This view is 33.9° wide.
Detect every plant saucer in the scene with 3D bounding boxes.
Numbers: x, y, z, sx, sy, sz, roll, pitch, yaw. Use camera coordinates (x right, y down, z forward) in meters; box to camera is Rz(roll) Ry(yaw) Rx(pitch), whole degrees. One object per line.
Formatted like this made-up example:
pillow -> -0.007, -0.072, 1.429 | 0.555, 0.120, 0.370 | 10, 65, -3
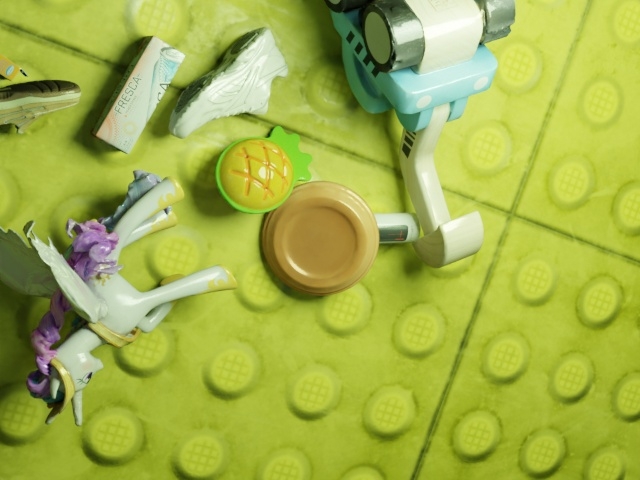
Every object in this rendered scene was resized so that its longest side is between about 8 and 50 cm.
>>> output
plant saucer -> 0.000, 0.000, 1.775 | 0.200, 0.037, 0.199 | 0, 103, 2

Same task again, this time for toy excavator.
toy excavator -> 0.164, -0.231, 1.732 | 0.222, 0.433, 0.445 | -21, 150, -20

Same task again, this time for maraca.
maraca -> -0.092, -0.116, 1.725 | 0.186, 0.099, 0.127 | -33, 95, -33

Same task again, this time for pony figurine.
pony figurine -> -0.345, 0.059, 1.593 | 0.363, 0.303, 0.351 | -42, 121, -25

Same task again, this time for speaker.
speaker -> 0.105, -0.021, 1.839 | 0.136, 0.055, 0.055 | -1, 101, -21

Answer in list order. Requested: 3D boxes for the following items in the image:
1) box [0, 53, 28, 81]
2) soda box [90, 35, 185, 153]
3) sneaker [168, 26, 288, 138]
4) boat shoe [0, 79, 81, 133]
box -> -0.495, -0.275, 1.546 | 0.136, 0.081, 0.028 | 37, 86, -22
soda box -> -0.287, -0.228, 1.648 | 0.063, 0.058, 0.183 | 30, 89, -23
sneaker -> -0.139, -0.231, 1.689 | 0.232, 0.090, 0.115 | -43, 115, -7
boat shoe -> -0.456, -0.197, 1.592 | 0.190, 0.068, 0.072 | -8, 115, -9
